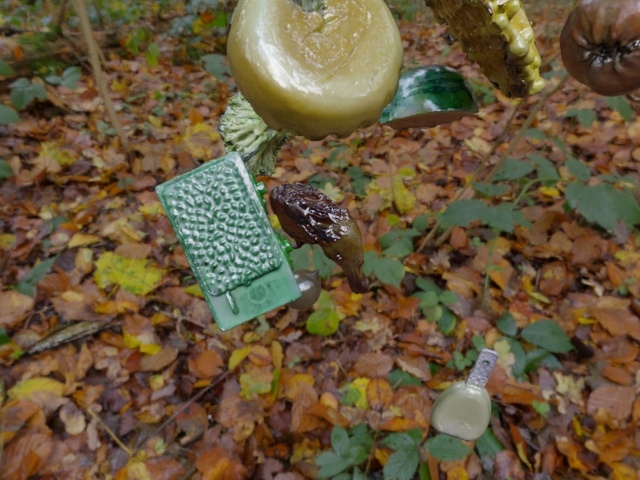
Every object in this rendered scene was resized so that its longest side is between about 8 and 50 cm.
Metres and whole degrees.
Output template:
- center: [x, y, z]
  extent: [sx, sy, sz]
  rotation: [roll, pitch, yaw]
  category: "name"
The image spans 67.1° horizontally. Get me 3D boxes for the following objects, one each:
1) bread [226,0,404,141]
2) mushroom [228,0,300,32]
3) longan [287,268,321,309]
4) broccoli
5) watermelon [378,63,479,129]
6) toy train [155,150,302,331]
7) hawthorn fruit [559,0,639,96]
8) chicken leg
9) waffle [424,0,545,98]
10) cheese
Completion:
- center: [-0.005, -0.317, 0.843]
  extent: [0.332, 0.334, 0.160]
  rotation: [-15, -7, -27]
  category: "bread"
- center: [-0.110, -0.612, 1.452]
  extent: [0.129, 0.248, 0.344]
  rotation: [33, 24, 25]
  category: "mushroom"
- center: [-0.041, 0.113, 1.153]
  extent: [0.092, 0.113, 0.113]
  rotation: [45, 41, 10]
  category: "longan"
- center: [-0.127, -0.351, 1.368]
  extent: [0.361, 0.221, 0.252]
  rotation: [-38, 33, 27]
  category: "broccoli"
- center: [0.249, -0.355, 1.151]
  extent: [0.230, 0.146, 0.128]
  rotation: [-3, -4, -2]
  category: "watermelon"
- center: [-0.134, -0.005, 0.773]
  extent: [0.145, 0.266, 0.202]
  rotation: [-24, 4, 0]
  category: "toy train"
- center: [0.406, -0.272, 0.648]
  extent: [0.149, 0.149, 0.189]
  rotation: [18, 26, 35]
  category: "hawthorn fruit"
- center: [0.007, -0.006, 1.116]
  extent: [0.322, 0.177, 0.083]
  rotation: [34, 45, 4]
  category: "chicken leg"
- center: [0.312, -0.466, 0.999]
  extent: [0.379, 0.095, 0.382]
  rotation: [20, 31, -57]
  category: "waffle"
- center: [0.248, 0.252, 0.796]
  extent: [0.096, 0.192, 0.037]
  rotation: [16, 32, 7]
  category: "cheese"
